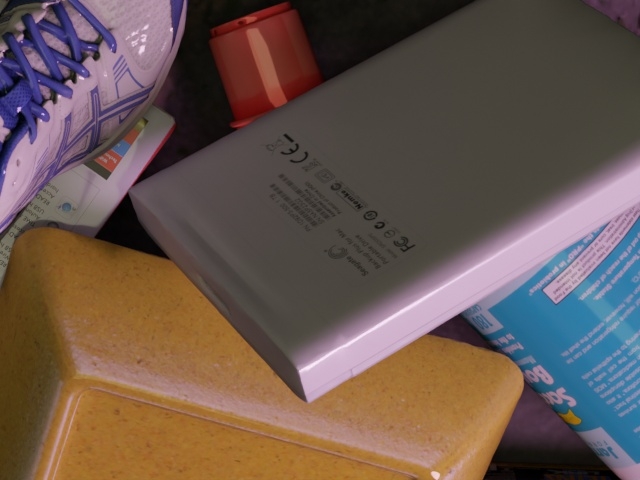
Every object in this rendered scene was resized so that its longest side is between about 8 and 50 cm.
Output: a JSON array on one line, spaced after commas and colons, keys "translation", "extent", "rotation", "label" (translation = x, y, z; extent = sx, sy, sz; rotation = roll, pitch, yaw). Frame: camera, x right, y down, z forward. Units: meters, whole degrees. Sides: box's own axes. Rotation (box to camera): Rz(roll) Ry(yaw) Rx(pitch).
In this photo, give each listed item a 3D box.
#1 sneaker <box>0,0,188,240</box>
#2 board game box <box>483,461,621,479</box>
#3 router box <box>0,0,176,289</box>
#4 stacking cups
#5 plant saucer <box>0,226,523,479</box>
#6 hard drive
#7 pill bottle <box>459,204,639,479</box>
[{"translation": [-0.178, -0.074, 0.953], "extent": [0.112, 0.131, 0.296], "rotation": [38, 85, -7], "label": "sneaker"}, {"translation": [0.175, 0.230, 1.128], "extent": [0.170, 0.048, 0.141], "rotation": [1, 99, 3], "label": "board game box"}, {"translation": [-0.315, -0.053, 1.039], "extent": [0.335, 0.082, 0.301], "rotation": [36, 87, -9], "label": "router box"}, {"translation": [0.000, 0.000, 1.081], "extent": [0.096, 0.096, 0.316], "rotation": [-21, 95, 7], "label": "stacking cups"}, {"translation": [-0.074, 0.190, 1.017], "extent": [0.333, 0.081, 0.332], "rotation": [16, 112, -9], "label": "plant saucer"}, {"translation": [0.065, -0.045, 0.959], "extent": [0.308, 0.203, 0.040], "rotation": [-29, 134, -17], "label": "hard drive"}, {"translation": [0.203, 0.061, 1.045], "extent": [0.146, 0.146, 0.264], "rotation": [-44, 95, 10], "label": "pill bottle"}]
